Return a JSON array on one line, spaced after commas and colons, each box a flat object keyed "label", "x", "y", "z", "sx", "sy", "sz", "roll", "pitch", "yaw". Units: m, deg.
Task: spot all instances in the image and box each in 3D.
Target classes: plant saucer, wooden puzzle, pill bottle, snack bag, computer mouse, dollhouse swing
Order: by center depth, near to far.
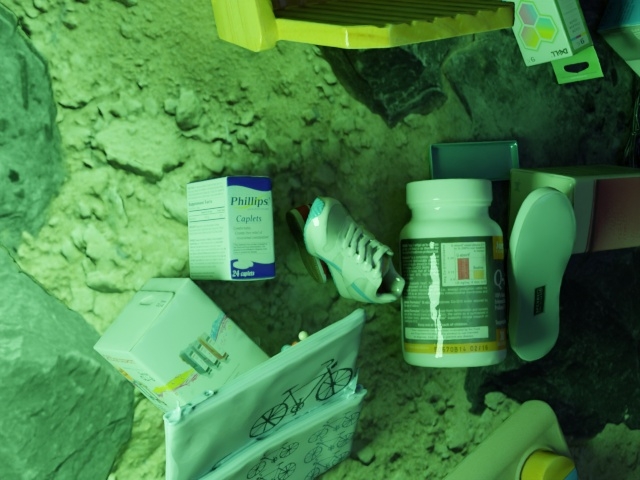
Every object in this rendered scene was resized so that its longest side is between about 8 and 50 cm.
[{"label": "snack bag", "x": -0.065, "y": 0.260, "z": 1.393, "sx": 0.323, "sy": 0.037, "sz": 0.342, "roll": -26, "pitch": 144, "yaw": -31}, {"label": "dollhouse swing", "x": 0.060, "y": -0.409, "z": 1.465, "sx": 0.347, "sy": 0.305, "sz": 0.315, "roll": -15, "pitch": 96, "yaw": -32}, {"label": "pill bottle", "x": 0.200, "y": 0.049, "z": 1.624, "sx": 0.162, "sy": 0.162, "sz": 0.278, "roll": -1, "pitch": 89, "yaw": -34}, {"label": "wooden puzzle", "x": 0.345, "y": 0.489, "z": 1.750, "sx": 0.322, "sy": 0.080, "sz": 0.348, "roll": -35, "pitch": 107, "yaw": -29}, {"label": "plant saucer", "x": 0.252, "y": -0.128, "z": 1.751, "sx": 0.192, "sy": 0.018, "sz": 0.067, "roll": -6, "pitch": 91, "yaw": -35}, {"label": "computer mouse", "x": 0.678, "y": -0.169, "z": 2.010, "sx": 0.272, "sy": 0.072, "sz": 0.188, "roll": 17, "pitch": 81, "yaw": -19}]

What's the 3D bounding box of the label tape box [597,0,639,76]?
[{"label": "label tape box", "x": 0.691, "y": -0.395, "z": 1.997, "sx": 0.347, "sy": 0.115, "sz": 0.249, "roll": 36, "pitch": 69, "yaw": -33}]

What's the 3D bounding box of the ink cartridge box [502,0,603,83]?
[{"label": "ink cartridge box", "x": 0.387, "y": -0.357, "z": 1.794, "sx": 0.062, "sy": 0.109, "sz": 0.209, "roll": -31, "pitch": 105, "yaw": -30}]

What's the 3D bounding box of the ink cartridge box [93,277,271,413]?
[{"label": "ink cartridge box", "x": -0.178, "y": 0.150, "z": 1.389, "sx": 0.176, "sy": 0.128, "sz": 0.127, "roll": 48, "pitch": 65, "yaw": -21}]

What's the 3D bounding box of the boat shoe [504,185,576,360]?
[{"label": "boat shoe", "x": 0.330, "y": 0.041, "z": 1.688, "sx": 0.113, "sy": 0.105, "sz": 0.306, "roll": -18, "pitch": 125, "yaw": -15}]

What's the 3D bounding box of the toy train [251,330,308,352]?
[{"label": "toy train", "x": -0.064, "y": 0.183, "z": 1.440, "sx": 0.046, "sy": 0.166, "sz": 0.125, "roll": 37, "pitch": 72, "yaw": -24}]

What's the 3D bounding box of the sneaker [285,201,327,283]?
[{"label": "sneaker", "x": 0.000, "y": 0.000, "z": 1.564, "sx": 0.067, "sy": 0.042, "sz": 0.118, "roll": -27, "pitch": 100, "yaw": -28}]

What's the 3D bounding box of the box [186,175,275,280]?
[{"label": "box", "x": -0.121, "y": -0.015, "z": 1.434, "sx": 0.072, "sy": 0.126, "sz": 0.137, "roll": -2, "pitch": 90, "yaw": -32}]

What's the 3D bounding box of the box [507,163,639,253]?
[{"label": "box", "x": 0.449, "y": -0.056, "z": 1.791, "sx": 0.232, "sy": 0.148, "sz": 0.127, "roll": -5, "pitch": 102, "yaw": -33}]

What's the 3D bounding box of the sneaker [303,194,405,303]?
[{"label": "sneaker", "x": 0.050, "y": 0.012, "z": 1.518, "sx": 0.229, "sy": 0.092, "sz": 0.087, "roll": 53, "pitch": 53, "yaw": -50}]
